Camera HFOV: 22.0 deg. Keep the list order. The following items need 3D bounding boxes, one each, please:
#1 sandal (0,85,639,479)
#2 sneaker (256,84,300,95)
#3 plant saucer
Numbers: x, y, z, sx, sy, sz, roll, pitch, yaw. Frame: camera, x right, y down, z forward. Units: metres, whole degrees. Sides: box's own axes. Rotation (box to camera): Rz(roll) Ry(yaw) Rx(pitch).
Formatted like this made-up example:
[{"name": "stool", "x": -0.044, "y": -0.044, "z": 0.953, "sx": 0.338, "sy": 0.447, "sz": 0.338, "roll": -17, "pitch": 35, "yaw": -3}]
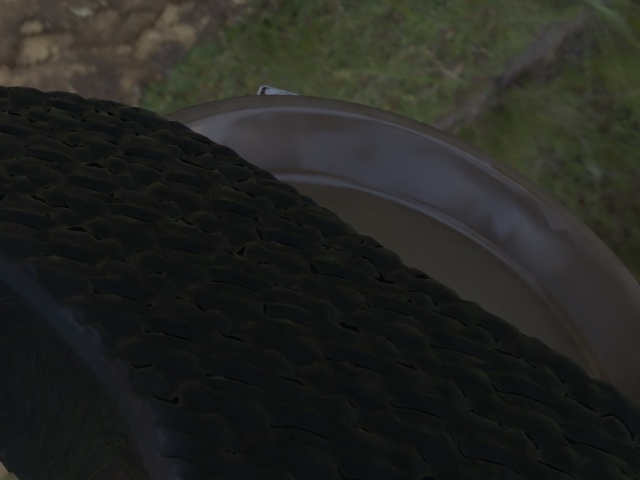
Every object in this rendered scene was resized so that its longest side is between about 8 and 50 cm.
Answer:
[{"name": "sandal", "x": 0.001, "y": 0.080, "z": 0.385, "sx": 0.167, "sy": 0.446, "sz": 0.107, "roll": 2, "pitch": 112, "yaw": -31}, {"name": "sneaker", "x": 0.000, "y": 0.000, "z": 0.916, "sx": 0.094, "sy": 0.235, "sz": 0.153, "roll": 13, "pitch": 96, "yaw": -18}, {"name": "plant saucer", "x": 0.023, "y": 0.052, "z": 0.655, "sx": 0.278, "sy": 0.278, "sz": 0.041, "roll": -11, "pitch": 146, "yaw": -34}]
